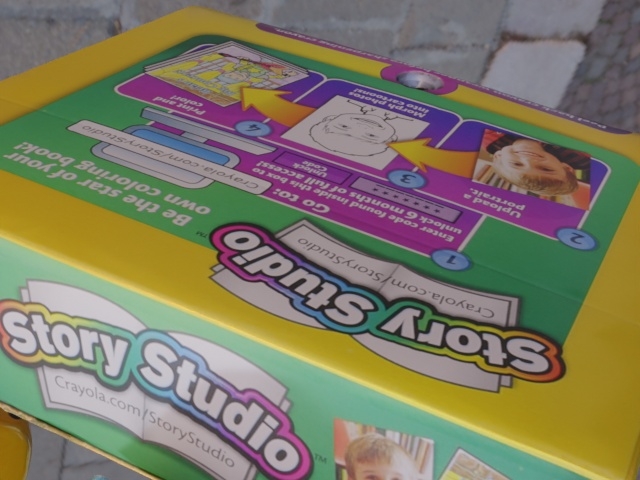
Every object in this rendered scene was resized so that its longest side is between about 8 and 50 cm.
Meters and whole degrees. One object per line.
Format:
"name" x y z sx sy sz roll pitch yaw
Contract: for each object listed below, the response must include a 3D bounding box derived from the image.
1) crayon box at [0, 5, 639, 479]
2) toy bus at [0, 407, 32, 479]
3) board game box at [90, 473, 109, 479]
"crayon box" 0.000 0.000 0.527 0.313 0.362 0.106 -44 149 -53
"toy bus" -0.300 0.224 0.689 0.130 0.108 0.333 17 110 -33
"board game box" -0.072 0.266 0.475 0.079 0.253 0.336 -51 -178 -40
